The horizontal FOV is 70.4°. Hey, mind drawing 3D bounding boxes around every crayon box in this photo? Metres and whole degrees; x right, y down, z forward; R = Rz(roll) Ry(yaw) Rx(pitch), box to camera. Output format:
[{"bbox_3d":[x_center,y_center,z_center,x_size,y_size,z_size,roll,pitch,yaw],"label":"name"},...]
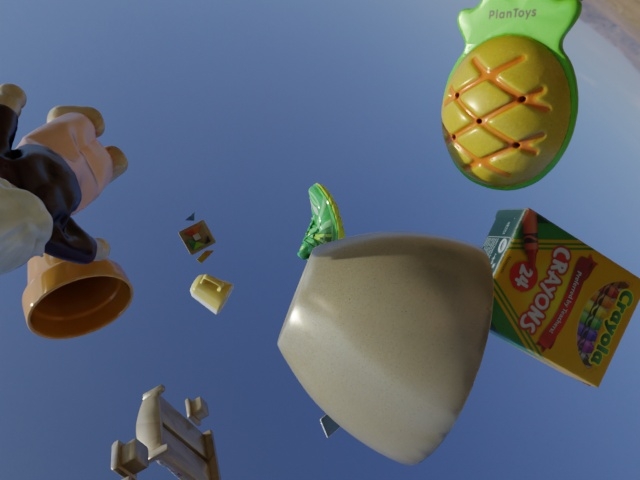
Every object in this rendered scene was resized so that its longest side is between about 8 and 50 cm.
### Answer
[{"bbox_3d":[0.407,0.107,0.772,0.318,0.202,0.081,28,176,-12],"label":"crayon box"}]

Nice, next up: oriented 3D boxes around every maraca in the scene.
[{"bbox_3d":[0.169,-0.136,0.415,0.127,0.186,0.099,17,-150,39],"label":"maraca"}]

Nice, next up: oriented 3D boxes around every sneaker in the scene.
[{"bbox_3d":[0.000,0.000,1.122,0.123,0.109,0.296,-9,-98,-1],"label":"sneaker"}]

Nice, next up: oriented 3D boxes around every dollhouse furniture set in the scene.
[{"bbox_3d":[-0.319,0.385,0.778,0.303,0.173,0.355,65,175,-37],"label":"dollhouse furniture set"}]

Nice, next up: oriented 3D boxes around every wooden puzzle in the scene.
[{"bbox_3d":[-0.309,-0.007,1.142,0.078,0.014,0.116,-37,-86,-22],"label":"wooden puzzle"}]

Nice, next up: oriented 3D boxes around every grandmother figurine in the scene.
[{"bbox_3d":[-0.300,-0.059,0.494,0.208,0.104,0.342,57,-175,-23],"label":"grandmother figurine"}]

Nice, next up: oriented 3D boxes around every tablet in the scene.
[{"bbox_3d":[0.036,0.478,1.208,0.083,0.006,0.054,-23,-88,-44],"label":"tablet"}]

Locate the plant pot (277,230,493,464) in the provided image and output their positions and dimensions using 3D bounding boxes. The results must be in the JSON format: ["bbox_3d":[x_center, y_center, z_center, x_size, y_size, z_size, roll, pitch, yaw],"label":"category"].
[{"bbox_3d":[0.057,0.102,0.574,0.190,0.284,0.284,21,-141,-3],"label":"plant pot"}]

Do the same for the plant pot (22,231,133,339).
[{"bbox_3d":[-0.544,0.077,0.989,0.205,0.205,0.188,-8,-130,-43],"label":"plant pot"}]

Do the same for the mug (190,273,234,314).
[{"bbox_3d":[-0.197,0.086,0.823,0.064,0.078,0.062,29,-156,0],"label":"mug"}]
